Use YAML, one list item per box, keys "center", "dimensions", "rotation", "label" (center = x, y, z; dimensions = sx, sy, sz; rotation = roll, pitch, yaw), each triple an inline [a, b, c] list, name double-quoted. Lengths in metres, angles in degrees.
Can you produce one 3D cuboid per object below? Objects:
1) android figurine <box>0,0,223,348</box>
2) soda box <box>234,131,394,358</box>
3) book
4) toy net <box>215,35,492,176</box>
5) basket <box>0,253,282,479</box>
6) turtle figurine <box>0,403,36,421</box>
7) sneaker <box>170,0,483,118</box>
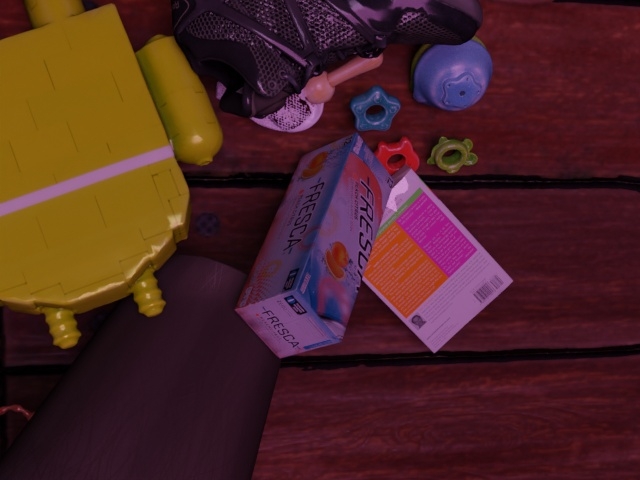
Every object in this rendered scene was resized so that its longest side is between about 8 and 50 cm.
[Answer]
- center: [-0.194, -0.061, 0.722]
  dimensions: [0.248, 0.056, 0.272]
  rotation: [-22, 80, -10]
  label: "android figurine"
- center: [0.000, 0.000, 0.778]
  dimensions: [0.063, 0.183, 0.058]
  rotation: [-19, 124, 35]
  label: "soda box"
- center: [0.087, 0.017, 0.876]
  dimensions: [0.096, 0.035, 0.144]
  rotation: [-42, 111, 4]
  label: "book"
- center: [0.027, -0.115, 0.836]
  dimensions: [0.232, 0.045, 0.122]
  rotation: [2, 131, -13]
  label: "toy net"
- center: [-0.117, 0.137, 0.745]
  dimensions: [0.204, 0.154, 0.227]
  rotation: [50, 47, -34]
  label: "basket"
- center: [-0.189, 0.262, 0.832]
  dimensions: [0.217, 0.087, 0.269]
  rotation: [3, 92, -23]
  label: "turtle figurine"
- center: [0.003, -0.141, 0.735]
  dimensions: [0.228, 0.087, 0.130]
  rotation: [6, 85, -12]
  label: "sneaker"
